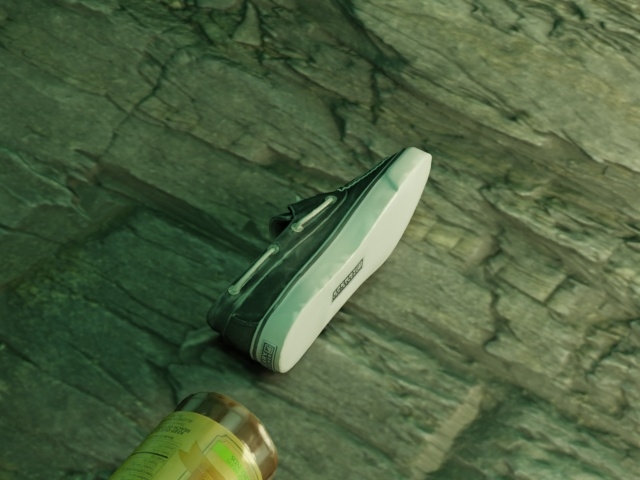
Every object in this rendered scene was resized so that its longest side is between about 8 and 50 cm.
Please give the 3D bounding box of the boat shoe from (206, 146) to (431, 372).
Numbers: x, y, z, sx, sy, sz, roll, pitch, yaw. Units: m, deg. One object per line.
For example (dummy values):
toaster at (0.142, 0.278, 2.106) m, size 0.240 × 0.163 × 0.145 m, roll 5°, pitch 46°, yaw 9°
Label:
boat shoe at (0.000, 0.000, 1.891) m, size 0.102 × 0.108 × 0.301 m, roll 29°, pitch 55°, yaw 17°

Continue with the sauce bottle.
sauce bottle at (-0.165, 0.266, 1.597) m, size 0.111 × 0.111 × 0.344 m, roll 27°, pitch 50°, yaw 17°
